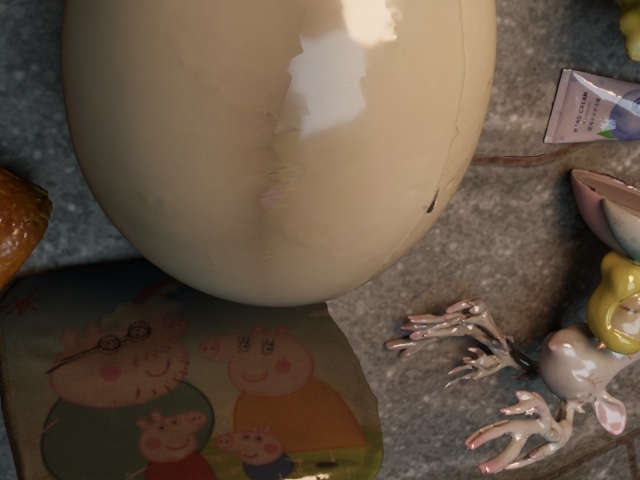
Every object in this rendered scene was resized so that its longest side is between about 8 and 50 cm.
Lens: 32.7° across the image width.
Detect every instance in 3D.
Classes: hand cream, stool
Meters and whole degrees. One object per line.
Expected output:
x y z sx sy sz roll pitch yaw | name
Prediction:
0.312 -0.135 1.148 0.142 0.053 0.084 2 121 -13 | hand cream
-0.131 0.185 1.008 0.310 0.310 0.226 -6 132 -19 | stool

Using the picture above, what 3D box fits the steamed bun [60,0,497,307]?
-0.033 -0.132 0.826 0.333 0.334 0.374 1 119 -24 | steamed bun

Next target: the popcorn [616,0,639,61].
0.381 -0.254 0.981 0.292 0.237 0.293 -13 122 -21 | popcorn

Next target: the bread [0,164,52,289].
-0.326 -0.028 0.898 0.132 0.103 0.172 -47 128 10 | bread

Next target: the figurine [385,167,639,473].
0.255 0.086 1.188 0.284 0.206 0.316 9 110 -34 | figurine
